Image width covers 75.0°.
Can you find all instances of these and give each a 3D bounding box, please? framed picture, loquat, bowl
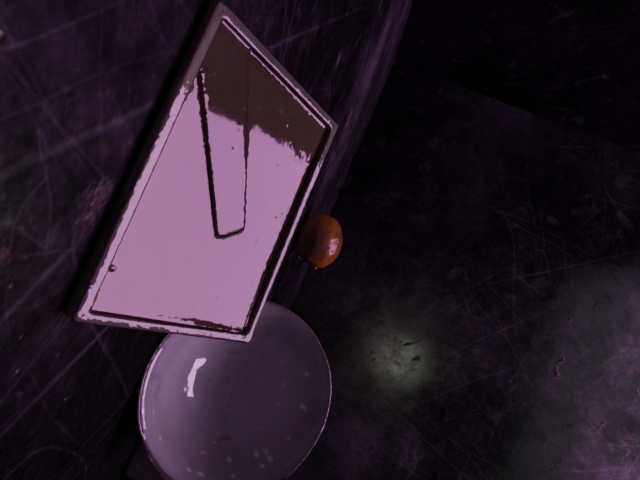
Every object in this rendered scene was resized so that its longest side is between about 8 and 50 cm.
[{"bbox_3d":[-0.099,-0.046,0.468,0.241,0.021,0.323,27,83,-54],"label":"framed picture"},{"bbox_3d":[0.000,0.000,1.774,0.238,0.193,0.238,-61,-178,4],"label":"loquat"},{"bbox_3d":[-0.152,0.255,0.727,0.146,0.314,0.313,-13,-129,65],"label":"bowl"}]

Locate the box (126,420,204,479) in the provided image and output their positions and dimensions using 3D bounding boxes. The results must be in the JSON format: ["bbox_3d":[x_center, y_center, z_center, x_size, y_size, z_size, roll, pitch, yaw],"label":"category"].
[{"bbox_3d":[-0.269,0.381,0.771,0.092,0.124,0.172,85,25,-60],"label":"box"}]
